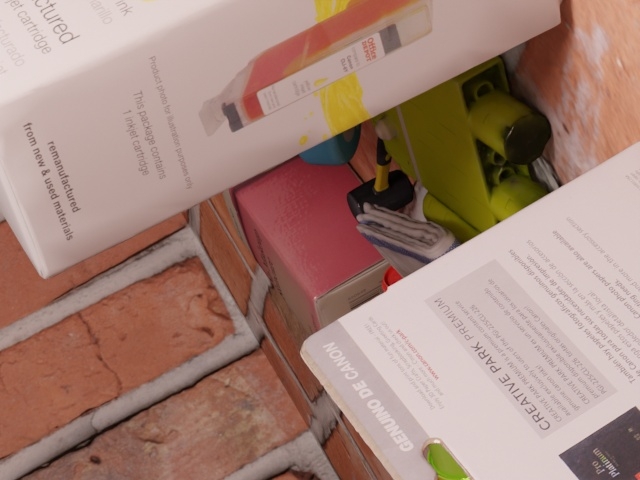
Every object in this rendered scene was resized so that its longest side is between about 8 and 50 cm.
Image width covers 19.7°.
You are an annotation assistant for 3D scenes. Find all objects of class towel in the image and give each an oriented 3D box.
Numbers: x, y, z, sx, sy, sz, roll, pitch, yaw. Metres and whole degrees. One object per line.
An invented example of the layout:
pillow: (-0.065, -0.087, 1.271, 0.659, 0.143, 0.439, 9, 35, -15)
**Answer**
towel: (0.157, 0.078, 1.560, 0.285, 0.034, 0.209, 45, 174, -17)

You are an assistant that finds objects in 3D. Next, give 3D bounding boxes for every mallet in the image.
mallet: (0.052, -0.069, 1.745, 0.039, 0.062, 0.189, 59, 174, 21)

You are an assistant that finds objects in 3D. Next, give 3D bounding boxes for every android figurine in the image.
android figurine: (0.094, -0.099, 1.472, 0.273, 0.056, 0.248, 41, 157, 47)

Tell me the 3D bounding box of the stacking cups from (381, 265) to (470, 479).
stacking cups: (0.140, 0.155, 1.929, 0.096, 0.096, 0.316, 47, 158, 52)

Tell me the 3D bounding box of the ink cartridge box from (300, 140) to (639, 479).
ink cartridge box: (0.179, 0.123, 1.109, 0.309, 0.272, 0.130, 51, 166, 44)

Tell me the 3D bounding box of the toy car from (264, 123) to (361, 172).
toy car: (-0.070, -0.202, 1.642, 0.219, 0.238, 0.210, 1, 142, 24)

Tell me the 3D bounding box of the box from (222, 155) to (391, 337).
box: (0.000, 0.000, 2.030, 0.232, 0.127, 0.148, 53, 167, 35)

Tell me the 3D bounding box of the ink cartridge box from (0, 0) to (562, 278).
ink cartridge box: (-0.078, -0.191, 1.194, 0.279, 0.385, 0.160, 52, 163, 39)
